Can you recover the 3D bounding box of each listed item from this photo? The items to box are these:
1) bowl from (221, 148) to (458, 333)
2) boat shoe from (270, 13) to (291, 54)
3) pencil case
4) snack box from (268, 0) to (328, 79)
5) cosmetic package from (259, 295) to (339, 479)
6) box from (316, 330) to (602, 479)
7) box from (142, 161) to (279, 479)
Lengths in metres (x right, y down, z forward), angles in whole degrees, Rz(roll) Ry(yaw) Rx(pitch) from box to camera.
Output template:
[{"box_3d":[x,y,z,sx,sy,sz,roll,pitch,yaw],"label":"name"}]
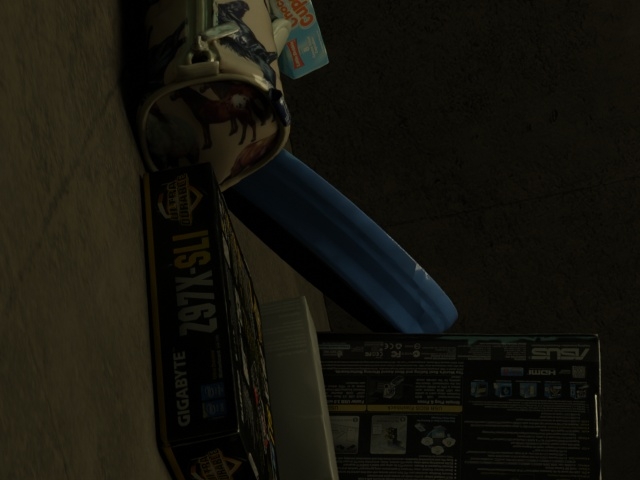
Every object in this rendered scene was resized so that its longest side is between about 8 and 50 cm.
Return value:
[{"box_3d":[0.000,0.000,1.928,0.391,0.077,0.391,40,-6,5],"label":"bowl"},{"box_3d":[-0.112,-0.217,1.882,0.116,0.099,0.319,-60,-176,-11],"label":"boat shoe"},{"box_3d":[-0.126,-0.255,1.653,0.183,0.160,0.410,105,-17,-49],"label":"pencil case"},{"box_3d":[-0.093,-0.377,1.930,0.187,0.060,0.321,39,-29,58],"label":"snack box"},{"box_3d":[-0.054,0.193,1.719,0.107,0.127,0.238,74,7,-61],"label":"cosmetic package"},{"box_3d":[0.128,0.265,1.770,0.097,0.395,0.318,73,18,-62],"label":"box"},{"box_3d":[-0.104,0.123,1.516,0.257,0.079,0.322,78,3,-53],"label":"box"}]
